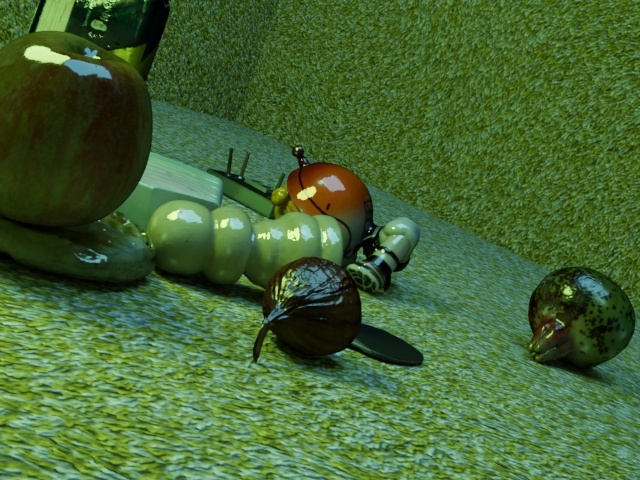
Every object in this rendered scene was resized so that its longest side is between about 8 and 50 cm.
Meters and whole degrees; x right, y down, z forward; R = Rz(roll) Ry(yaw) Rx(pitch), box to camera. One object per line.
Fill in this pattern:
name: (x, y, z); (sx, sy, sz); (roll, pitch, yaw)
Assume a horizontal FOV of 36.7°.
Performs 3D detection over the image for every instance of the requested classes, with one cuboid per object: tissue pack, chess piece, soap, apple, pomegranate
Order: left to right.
apple: (-0.348, -0.147, 1.264); (0.256, 0.234, 0.257); (22, 21, -9)
tissue pack: (-0.500, -0.371, 2.048); (0.253, 0.417, 0.264); (22, 8, -8)
soap: (-0.284, -0.067, 1.697); (0.208, 0.115, 0.347); (19, 10, -8)
chess piece: (-0.128, 0.009, 1.530); (0.299, 0.167, 0.167); (13, 12, -21)
pomegranate: (0.496, 0.169, 1.922); (0.247, 0.214, 0.214); (-32, 42, -30)

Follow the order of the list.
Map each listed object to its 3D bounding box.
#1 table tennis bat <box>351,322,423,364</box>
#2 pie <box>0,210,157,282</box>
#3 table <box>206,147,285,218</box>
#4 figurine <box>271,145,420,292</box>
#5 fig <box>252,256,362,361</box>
table tennis bat: (0.062, 0.153, 1.500); (0.246, 0.022, 0.138); (13, 13, -44)
pie: (-0.391, -0.026, 1.379); (0.339, 0.077, 0.339); (25, 14, -7)
table: (-0.156, -0.143, 2.390); (0.240, 0.111, 0.121); (28, 11, 34)
figurine: (0.040, -0.041, 1.992); (0.323, 0.196, 0.320); (33, 18, 9)
fig: (-0.042, 0.095, 1.316); (0.146, 0.134, 0.201); (16, 14, 36)
